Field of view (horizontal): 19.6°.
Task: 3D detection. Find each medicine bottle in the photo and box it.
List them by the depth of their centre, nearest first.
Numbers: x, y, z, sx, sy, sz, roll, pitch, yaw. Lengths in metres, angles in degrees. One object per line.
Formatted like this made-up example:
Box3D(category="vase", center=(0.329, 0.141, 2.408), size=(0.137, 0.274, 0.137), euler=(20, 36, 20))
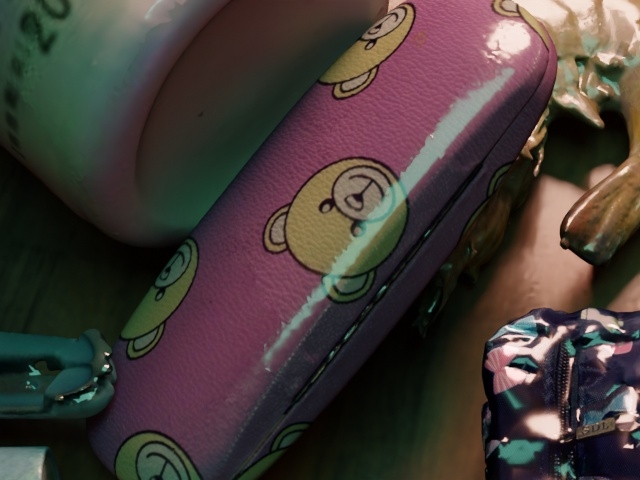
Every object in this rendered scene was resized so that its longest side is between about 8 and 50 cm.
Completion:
Box3D(category="medicine bottle", center=(-0.164, -0.188, 1.036), size=(0.219, 0.219, 0.388), euler=(-40, 64, -19))

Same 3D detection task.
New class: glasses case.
Box3D(category="glasses case", center=(0.000, 0.000, 0.946), size=(0.316, 0.076, 0.123), euler=(-52, 41, -7))

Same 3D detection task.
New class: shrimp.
Box3D(category="shrimp", center=(0.128, -0.043, 1.016), size=(0.145, 0.059, 0.254), euler=(12, 59, 5))

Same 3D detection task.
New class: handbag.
Box3D(category="handbag", center=(0.147, 0.145, 0.854), size=(0.162, 0.113, 0.260), euler=(-5, 62, 14))

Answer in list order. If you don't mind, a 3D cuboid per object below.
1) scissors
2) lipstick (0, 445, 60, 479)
Box3D(category="scissors", center=(-0.288, 0.059, 0.976), size=(0.392, 0.032, 0.180), euler=(2, 57, 16))
Box3D(category="lipstick", center=(-0.270, 0.143, 0.927), size=(0.274, 0.061, 0.068), euler=(-5, 66, 2))
